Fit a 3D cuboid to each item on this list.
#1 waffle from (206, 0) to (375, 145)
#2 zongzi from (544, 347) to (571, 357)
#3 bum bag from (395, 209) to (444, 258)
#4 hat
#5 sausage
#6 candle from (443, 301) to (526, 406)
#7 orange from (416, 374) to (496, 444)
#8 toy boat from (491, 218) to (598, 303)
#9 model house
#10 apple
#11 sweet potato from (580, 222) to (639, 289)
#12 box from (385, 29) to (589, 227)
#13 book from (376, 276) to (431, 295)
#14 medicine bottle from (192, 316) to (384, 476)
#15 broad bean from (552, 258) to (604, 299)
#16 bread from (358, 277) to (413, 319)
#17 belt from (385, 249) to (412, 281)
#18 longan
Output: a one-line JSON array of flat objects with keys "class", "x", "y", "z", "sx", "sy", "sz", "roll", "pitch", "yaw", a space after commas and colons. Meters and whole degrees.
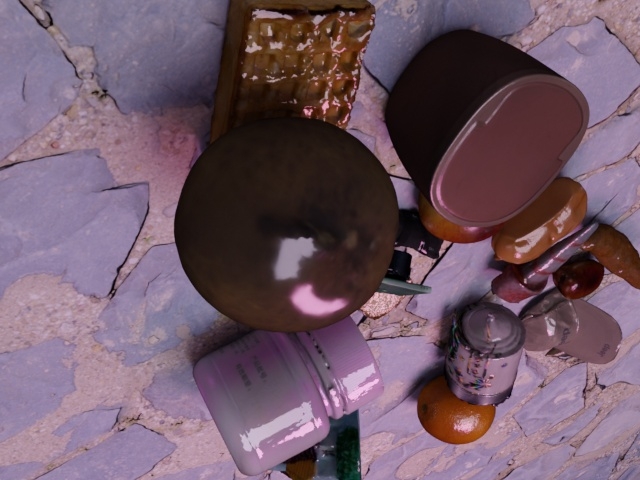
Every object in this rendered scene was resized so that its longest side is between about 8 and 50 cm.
[{"class": "waffle", "x": -0.047, "y": -0.229, "z": 1.129, "sx": 0.213, "sy": 0.091, "sz": 0.308, "roll": -9, "pitch": 135, "yaw": -27}, {"class": "zongzi", "x": 0.720, "y": 0.272, "z": 2.161, "sx": 0.130, "sy": 0.062, "sz": 0.154, "roll": -1, "pitch": 125, "yaw": -17}, {"class": "bum bag", "x": 0.179, "y": -0.016, "z": 1.504, "sx": 0.198, "sy": 0.087, "sz": 0.049, "roll": 18, "pitch": 150, "yaw": -42}, {"class": "hat", "x": 0.646, "y": 0.255, "z": 1.985, "sx": 0.149, "sy": 0.245, "sz": 0.214, "roll": -32, "pitch": 143, "yaw": -36}, {"class": "sausage", "x": 0.469, "y": -0.039, "z": 1.628, "sx": 0.241, "sy": 0.120, "sz": 0.136, "roll": -36, "pitch": 146, "yaw": -3}, {"class": "candle", "x": 0.399, "y": 0.247, "z": 1.817, "sx": 0.187, "sy": 0.187, "sz": 0.330, "roll": -19, "pitch": 137, "yaw": -17}, {"class": "orange", "x": 0.353, "y": 0.439, "z": 1.976, "sx": 0.206, "sy": 0.206, "sz": 0.206, "roll": -18, "pitch": 138, "yaw": -18}, {"class": "toy boat", "x": 0.532, "y": 0.034, "z": 1.715, "sx": 0.206, "sy": 0.096, "sz": 0.282, "roll": -9, "pitch": 149, "yaw": -46}, {"class": "model house", "x": -0.027, "y": 0.502, "z": 1.797, "sx": 0.249, "sy": 0.230, "sz": 0.280, "roll": -3, "pitch": 134, "yaw": 2}, {"class": "apple", "x": 0.287, "y": -0.075, "z": 1.468, "sx": 0.195, "sy": 0.160, "sz": 0.173, "roll": -29, "pitch": 162, "yaw": 4}, {"class": "sweet potato", "x": 0.723, "y": 0.026, "z": 1.874, "sx": 0.092, "sy": 0.114, "sz": 0.341, "roll": -25, "pitch": 142, "yaw": 35}, {"class": "box", "x": 0.262, "y": -0.200, "z": 1.265, "sx": 0.301, "sy": 0.216, "sz": 0.301, "roll": -18, "pitch": 139, "yaw": -16}, {"class": "book", "x": 0.141, "y": 0.094, "z": 1.526, "sx": 0.135, "sy": 0.017, "sz": 0.103, "roll": 13, "pitch": 165, "yaw": -33}, {"class": "medicine bottle", "x": -0.063, "y": 0.286, "z": 1.500, "sx": 0.325, "sy": 0.256, "sz": 0.256, "roll": -26, "pitch": 139, "yaw": -13}, {"class": "broad bean", "x": 0.661, "y": 0.096, "z": 1.919, "sx": 0.165, "sy": 0.084, "sz": 0.114, "roll": -10, "pitch": 144, "yaw": -32}, {"class": "bread", "x": 0.125, "y": 0.101, "z": 1.606, "sx": 0.129, "sy": 0.044, "sz": 0.126, "roll": -40, "pitch": 132, "yaw": 12}, {"class": "belt", "x": 0.115, "y": 0.046, "z": 1.497, "sx": 0.140, "sy": 0.058, "sz": 0.105, "roll": 9, "pitch": 165, "yaw": -21}, {"class": "longan", "x": -0.047, "y": -0.022, "z": 1.030, "sx": 0.319, "sy": 0.319, "sz": 0.319, "roll": -18, "pitch": 138, "yaw": -18}]
